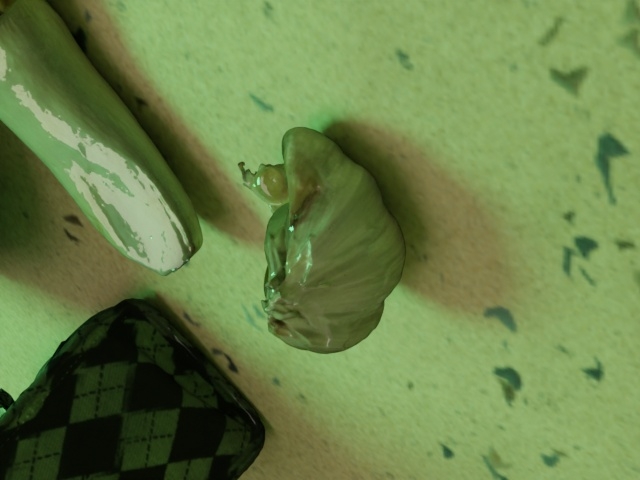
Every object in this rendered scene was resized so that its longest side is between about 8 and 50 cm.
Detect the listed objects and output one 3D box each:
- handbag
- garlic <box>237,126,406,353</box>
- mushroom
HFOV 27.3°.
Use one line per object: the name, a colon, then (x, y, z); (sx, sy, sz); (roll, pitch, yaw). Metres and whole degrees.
handbag: (-0.245, 0.247, 0.949); (0.180, 0.316, 0.416); (43, 146, -5)
garlic: (0.003, 0.000, 0.653); (0.074, 0.094, 0.113); (-19, 109, 10)
mushroom: (-0.141, -0.071, 0.748); (0.084, 0.071, 0.209); (-35, 101, 23)
